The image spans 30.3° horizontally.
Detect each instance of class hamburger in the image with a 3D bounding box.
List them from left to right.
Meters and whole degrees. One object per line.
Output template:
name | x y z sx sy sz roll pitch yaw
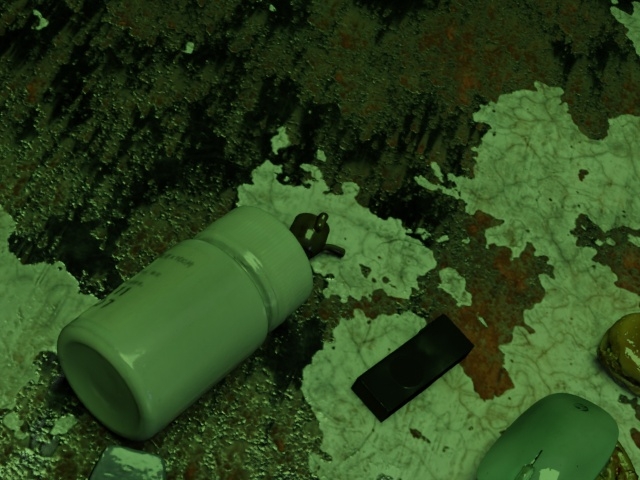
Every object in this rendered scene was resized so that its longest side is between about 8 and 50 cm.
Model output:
hamburger | 0.571 0.198 2.104 0.138 0.083 0.147 41 50 15

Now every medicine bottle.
medicine bottle | -0.199 0.117 1.798 0.211 0.211 0.371 43 53 11

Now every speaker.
speaker | 0.155 0.209 1.966 0.218 0.044 0.082 -31 71 -33

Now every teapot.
teapot | 0.000 0.000 2.038 0.110 0.085 0.080 37 51 -18

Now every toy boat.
toy boat | -0.283 0.421 1.642 0.127 0.078 0.283 15 52 -14

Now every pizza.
pizza | 0.452 0.396 1.952 0.176 0.036 0.185 18 52 -8

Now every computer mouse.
computer mouse | 0.372 0.334 1.888 0.159 0.097 0.288 31 36 26
